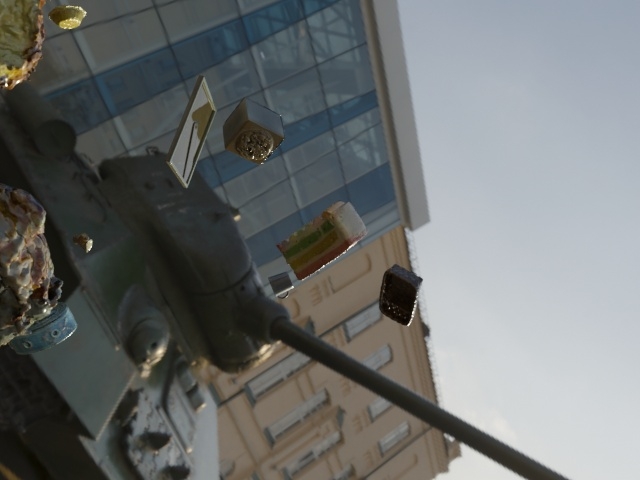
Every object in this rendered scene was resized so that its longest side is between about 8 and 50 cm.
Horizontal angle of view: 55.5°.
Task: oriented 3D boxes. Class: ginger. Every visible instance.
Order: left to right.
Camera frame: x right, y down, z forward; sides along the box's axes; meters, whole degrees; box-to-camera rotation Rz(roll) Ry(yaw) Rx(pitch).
[{"bbox_3d":[-0.568,0.004,1.468,0.097,0.030,0.048,-7,-68,53],"label":"ginger"}]

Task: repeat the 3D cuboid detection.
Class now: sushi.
[{"bbox_3d":[-0.646,0.048,1.017,0.176,0.417,0.417,-96,174,-52],"label":"sushi"}]

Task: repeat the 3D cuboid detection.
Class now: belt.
[{"bbox_3d":[-0.726,0.225,1.577,0.147,0.163,0.082,14,-50,49],"label":"belt"}]

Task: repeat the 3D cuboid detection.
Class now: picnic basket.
[{"bbox_3d":[0.220,0.147,1.663,0.110,0.055,0.193,29,-35,21],"label":"picnic basket"}]

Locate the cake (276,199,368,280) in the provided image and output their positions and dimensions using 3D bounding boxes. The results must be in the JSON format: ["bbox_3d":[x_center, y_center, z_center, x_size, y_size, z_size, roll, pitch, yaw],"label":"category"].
[{"bbox_3d":[-0.005,0.006,1.439,0.109,0.225,0.090,53,21,-4],"label":"cake"}]

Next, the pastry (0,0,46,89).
[{"bbox_3d":[-0.881,-0.600,1.597,0.337,0.292,0.405,17,-72,39],"label":"pastry"}]

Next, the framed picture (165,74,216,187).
[{"bbox_3d":[-0.336,-0.283,1.604,0.016,0.250,0.184,16,-14,6],"label":"framed picture"}]

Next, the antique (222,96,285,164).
[{"bbox_3d":[-0.217,-0.348,1.982,0.147,0.152,0.148,-45,-141,31],"label":"antique"}]

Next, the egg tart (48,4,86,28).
[{"bbox_3d":[-0.717,-0.632,1.728,0.105,0.105,0.039,160,-86,-70],"label":"egg tart"}]

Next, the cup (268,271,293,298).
[{"bbox_3d":[-0.146,0.172,2.303,0.078,0.077,0.100,-128,-162,-68],"label":"cup"}]
